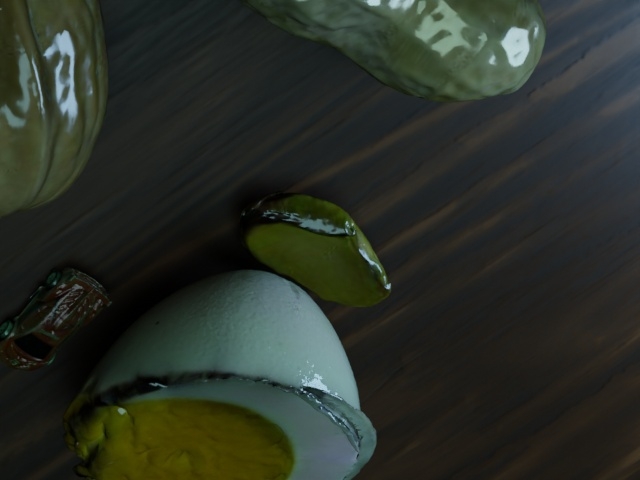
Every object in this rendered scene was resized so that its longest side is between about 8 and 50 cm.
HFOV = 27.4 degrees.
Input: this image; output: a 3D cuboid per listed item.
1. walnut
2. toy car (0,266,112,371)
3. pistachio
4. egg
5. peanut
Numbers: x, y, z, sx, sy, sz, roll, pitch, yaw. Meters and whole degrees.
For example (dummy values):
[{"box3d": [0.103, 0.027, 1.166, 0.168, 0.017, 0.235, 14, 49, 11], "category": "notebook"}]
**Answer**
[{"box3d": [-0.270, -0.140, 1.006, 0.225, 0.225, 0.261, -8, 113, -11], "category": "walnut"}, {"box3d": [-0.252, 0.077, 1.219, 0.122, 0.035, 0.059, -45, 122, 8], "category": "toy car"}, {"box3d": [0.000, 0.000, 1.238, 0.173, 0.049, 0.089, 32, 127, -28], "category": "pistachio"}, {"box3d": [-0.093, 0.138, 1.225, 0.264, 0.174, 0.286, 25, 134, -27], "category": "egg"}, {"box3d": [0.058, -0.207, 1.102, 0.313, 0.149, 0.149, 27, 107, -25], "category": "peanut"}]
